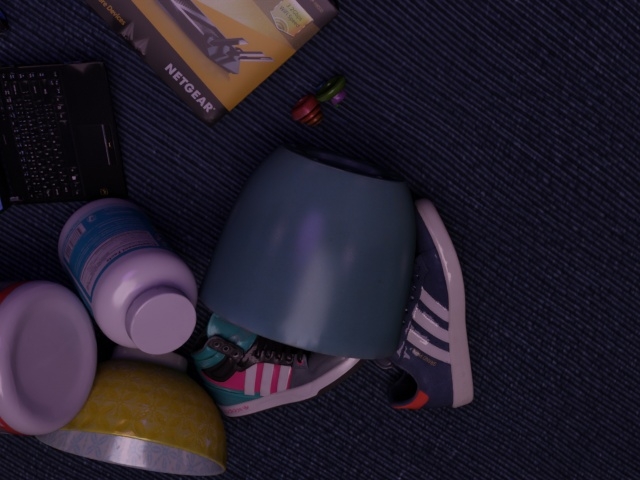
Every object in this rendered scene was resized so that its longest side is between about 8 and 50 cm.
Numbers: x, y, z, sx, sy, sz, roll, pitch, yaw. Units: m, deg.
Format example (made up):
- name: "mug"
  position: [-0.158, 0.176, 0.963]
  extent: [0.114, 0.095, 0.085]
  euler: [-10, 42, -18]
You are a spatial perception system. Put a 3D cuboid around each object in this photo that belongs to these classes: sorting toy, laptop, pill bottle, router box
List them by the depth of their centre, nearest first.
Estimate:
- name: "router box"
  position: [-0.164, -0.344, 1.643]
  extent: [0.243, 0.081, 0.309]
  euler: [-41, 109, 14]
- name: "laptop"
  position: [-0.415, -0.108, 1.682]
  extent: [0.264, 0.137, 0.234]
  euler: [-3, 129, 0]
- name: "pill bottle"
  position: [-0.261, 0.054, 1.701]
  extent: [0.146, 0.264, 0.146]
  euler: [-13, 122, -23]
- name: "pill bottle"
  position: [-0.514, 0.162, 1.726]
  extent: [0.362, 0.210, 0.210]
  euler: [-2, 117, 29]
- name: "sorting toy"
  position: [0.007, -0.194, 1.727]
  extent: [0.102, 0.061, 0.042]
  euler: [-27, 114, 34]

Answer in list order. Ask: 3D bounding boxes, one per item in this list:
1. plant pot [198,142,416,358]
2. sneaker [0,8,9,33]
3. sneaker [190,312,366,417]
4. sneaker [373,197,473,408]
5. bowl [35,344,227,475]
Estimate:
- name: "plant pot"
  position: [0.000, 0.000, 1.702]
  extent: [0.293, 0.293, 0.235]
  euler: [14, 100, -8]
- name: "sneaker"
  position: [-0.477, -0.254, 1.673]
  extent: [0.121, 0.079, 0.217]
  euler: [-9, 114, 1]
- name: "sneaker"
  position: [-0.079, 0.146, 1.819]
  extent: [0.295, 0.124, 0.178]
  euler: [-23, 116, 31]
- name: "sneaker"
  position: [0.136, 0.109, 1.825]
  extent: [0.148, 0.131, 0.350]
  euler: [-11, 114, -2]
- name: "bowl"
  position: [-0.271, 0.245, 1.841]
  extent: [0.289, 0.289, 0.156]
  euler: [11, 70, -7]
